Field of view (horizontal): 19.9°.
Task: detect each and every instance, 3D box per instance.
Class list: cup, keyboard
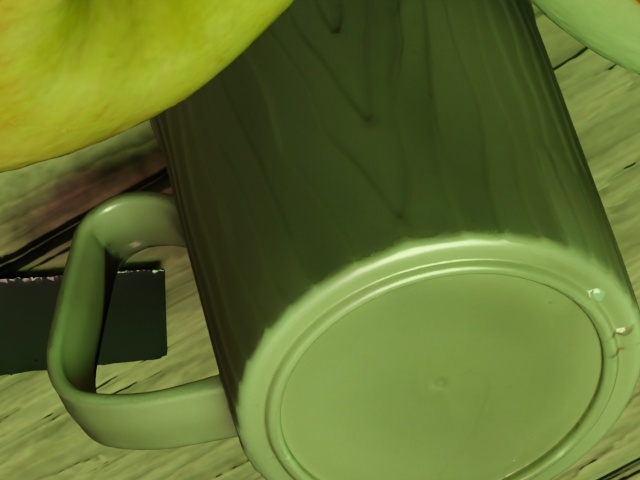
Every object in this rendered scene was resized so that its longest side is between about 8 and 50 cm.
[{"bbox_3d":[0.004,-0.014,0.944,0.288,0.273,0.208,-1,132,-14],"label":"cup"},{"bbox_3d":[-0.192,0.050,1.109,0.196,0.015,0.074,-4,122,-10],"label":"keyboard"}]

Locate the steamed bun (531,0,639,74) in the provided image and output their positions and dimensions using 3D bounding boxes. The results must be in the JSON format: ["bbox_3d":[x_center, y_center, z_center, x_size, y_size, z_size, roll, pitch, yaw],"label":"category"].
[{"bbox_3d":[0.245,-0.225,0.869,0.374,0.241,0.374,-5,129,-7],"label":"steamed bun"}]

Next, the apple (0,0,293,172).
[{"bbox_3d":[-0.138,-0.190,0.597,0.364,0.364,0.364,-6,126,-8],"label":"apple"}]
